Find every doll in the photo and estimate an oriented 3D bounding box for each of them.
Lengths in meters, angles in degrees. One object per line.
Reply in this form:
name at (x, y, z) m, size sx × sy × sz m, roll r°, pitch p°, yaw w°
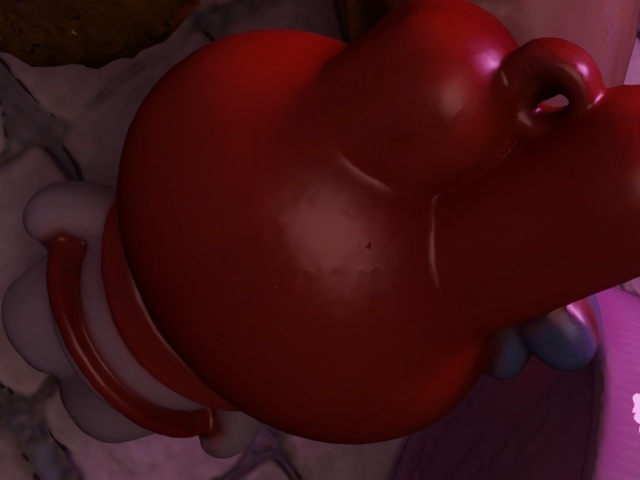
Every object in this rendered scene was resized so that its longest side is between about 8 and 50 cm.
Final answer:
doll at (0.000, 0.000, 0.506) m, size 0.290 × 0.130 × 0.161 m, roll -26°, pitch 104°, yaw 37°

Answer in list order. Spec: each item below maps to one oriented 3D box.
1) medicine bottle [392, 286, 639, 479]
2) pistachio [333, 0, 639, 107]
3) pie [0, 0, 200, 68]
medicine bottle at (0.197, 0.158, 0.583) m, size 0.316 × 0.202 × 0.202 m, roll 23°, pitch 91°, yaw -12°
pistachio at (0.062, -0.120, 0.560) m, size 0.144 × 0.144 × 0.215 m, roll -8°, pitch 96°, yaw -10°
pie at (-0.125, -0.185, 0.487) m, size 0.069 × 0.273 × 0.273 m, roll -34°, pitch 106°, yaw -49°
